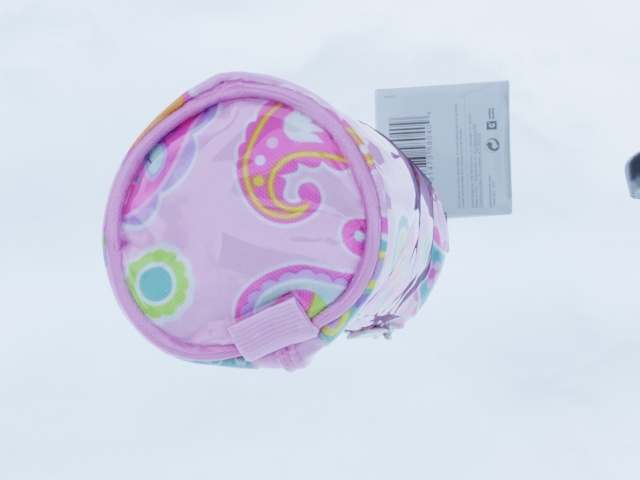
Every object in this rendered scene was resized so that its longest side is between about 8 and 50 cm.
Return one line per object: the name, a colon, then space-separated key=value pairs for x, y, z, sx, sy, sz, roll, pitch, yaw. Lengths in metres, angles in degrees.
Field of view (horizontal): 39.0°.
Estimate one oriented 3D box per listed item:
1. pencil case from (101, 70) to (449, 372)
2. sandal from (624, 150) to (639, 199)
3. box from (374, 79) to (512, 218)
pencil case: x=0.000 y=0.000 z=0.468 sx=0.124 sy=0.284 sz=0.124 roll=-1 pitch=86 yaw=13
sandal: x=0.398 y=-0.038 z=0.480 sx=0.445 sy=0.167 sz=0.107 roll=-5 pitch=84 yaw=16
box: x=0.096 y=-0.068 z=0.699 sx=0.102 sy=0.087 sz=0.101 roll=-2 pitch=95 yaw=9
